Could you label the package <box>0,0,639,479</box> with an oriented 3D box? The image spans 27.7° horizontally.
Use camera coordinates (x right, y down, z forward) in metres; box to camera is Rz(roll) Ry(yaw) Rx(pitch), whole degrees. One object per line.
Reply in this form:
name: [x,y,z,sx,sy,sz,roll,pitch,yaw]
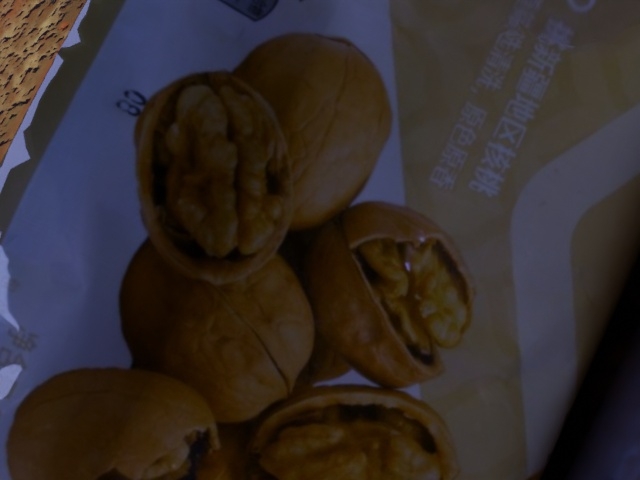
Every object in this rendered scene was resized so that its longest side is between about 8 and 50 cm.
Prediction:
package: [-0.009,0.001,0.510,0.311,0.221,0.165,-65,6,-8]
